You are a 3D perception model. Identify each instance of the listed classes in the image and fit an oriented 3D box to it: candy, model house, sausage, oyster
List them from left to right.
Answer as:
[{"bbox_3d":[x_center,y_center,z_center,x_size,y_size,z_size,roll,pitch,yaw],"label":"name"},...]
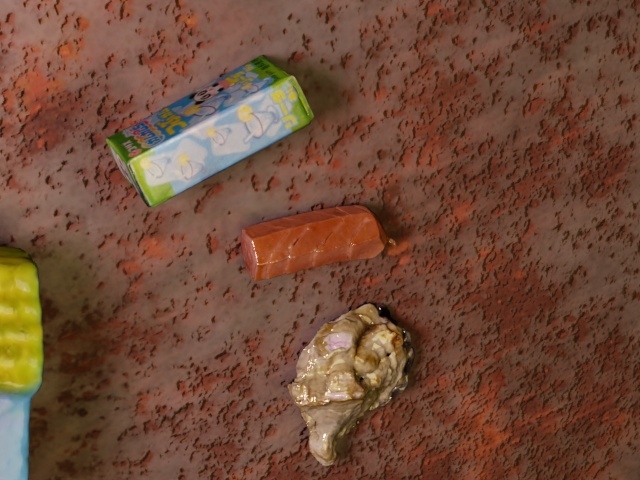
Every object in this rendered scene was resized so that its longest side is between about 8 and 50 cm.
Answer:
[{"bbox_3d":[-0.403,0.127,1.414,0.237,0.215,0.303,3,105,-22],"label":"model house"},{"bbox_3d":[-0.114,-0.113,1.496,0.194,0.097,0.062,-29,119,-10],"label":"candy"},{"bbox_3d":[0.000,-0.001,1.605,0.169,0.065,0.065,-12,114,-18],"label":"sausage"},{"bbox_3d":[0.037,0.174,1.683,0.163,0.081,0.191,-2,114,-26],"label":"oyster"}]
